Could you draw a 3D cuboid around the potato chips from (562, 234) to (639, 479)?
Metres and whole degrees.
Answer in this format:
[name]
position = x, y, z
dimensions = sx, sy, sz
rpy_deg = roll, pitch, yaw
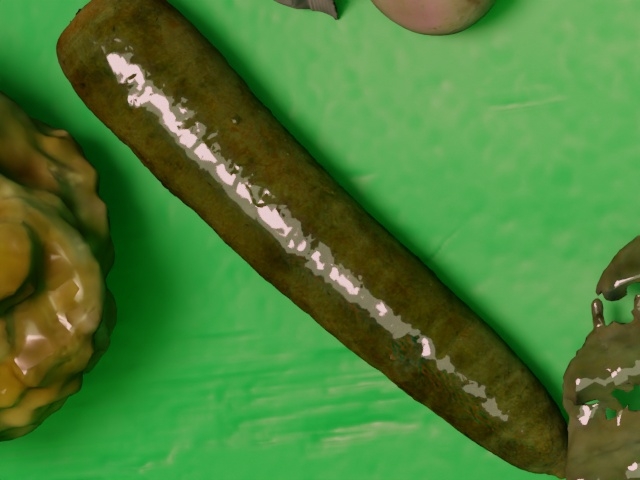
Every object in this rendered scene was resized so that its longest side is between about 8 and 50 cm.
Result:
[potato chips]
position = 0.326, 0.084, 0.941
dimensions = 0.389, 0.097, 0.373
rpy_deg = -44, 84, 20

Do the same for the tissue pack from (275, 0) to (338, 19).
[tissue pack]
position = -0.077, -0.182, 1.031
dimensions = 0.193, 0.122, 0.026
rpy_deg = 31, 78, 13

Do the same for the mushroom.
[mushroom]
position = 0.057, -0.145, 1.016
dimensions = 0.083, 0.067, 0.083
rpy_deg = 27, 140, 26

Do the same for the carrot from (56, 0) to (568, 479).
[carrot]
position = 0.000, 0.000, 1.056
dimensions = 0.358, 0.074, 0.074
rpy_deg = 44, 108, 5

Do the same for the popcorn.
[popcorn]
position = -0.246, 0.000, 1.083
dimensions = 0.286, 0.174, 0.225
rpy_deg = 46, 114, 6
